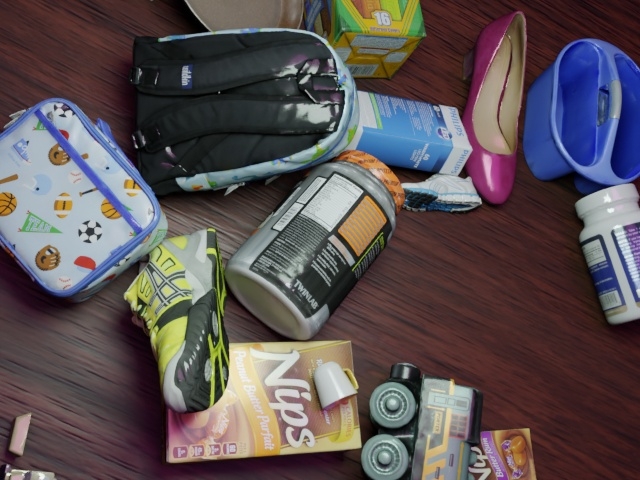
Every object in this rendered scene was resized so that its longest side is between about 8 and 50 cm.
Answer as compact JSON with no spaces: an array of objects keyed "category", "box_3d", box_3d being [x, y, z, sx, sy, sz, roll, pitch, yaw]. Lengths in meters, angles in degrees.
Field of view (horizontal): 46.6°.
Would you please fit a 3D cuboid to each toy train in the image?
[{"category":"toy train","box_3d":[0.162,0.373,1.230,0.191,0.142,0.333,8,69,8]}]

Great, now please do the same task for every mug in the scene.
[{"category":"mug","box_3d":[0.021,0.233,1.206,0.062,0.078,0.064,-28,72,6]}]

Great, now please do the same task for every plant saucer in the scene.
[{"category":"plant saucer","box_3d":[-0.165,-0.500,1.423,0.311,0.050,0.310,12,72,-41]}]

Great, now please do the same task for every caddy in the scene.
[{"category":"caddy","box_3d":[0.576,-0.262,1.578,0.242,0.179,0.341,15,69,-13]}]

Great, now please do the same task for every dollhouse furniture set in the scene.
[{"category":"dollhouse furniture set","box_3d":[-0.421,0.317,1.112,0.081,0.091,0.114,18,64,-29]}]

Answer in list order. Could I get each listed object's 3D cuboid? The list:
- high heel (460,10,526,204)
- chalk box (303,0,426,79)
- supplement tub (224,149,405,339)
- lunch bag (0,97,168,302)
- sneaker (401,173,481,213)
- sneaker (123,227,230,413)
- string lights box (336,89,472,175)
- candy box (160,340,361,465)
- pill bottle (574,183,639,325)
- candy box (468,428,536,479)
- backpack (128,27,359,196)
[{"category":"high heel","box_3d":[0.363,-0.269,1.504,0.127,0.181,0.376,0,73,-19]},{"category":"chalk box","box_3d":[0.072,-0.490,1.478,0.180,0.179,0.288,-4,74,-21]},{"category":"supplement tub","box_3d":[0.000,0.000,1.288,0.194,0.193,0.316,42,64,-2]},{"category":"lunch bag","box_3d":[-0.401,-0.072,1.176,0.243,0.115,0.303,-41,81,-7]},{"category":"sneaker","box_3d":[0.227,-0.104,1.475,0.191,0.071,0.082,4,65,-26]},{"category":"sneaker","box_3d":[-0.222,0.124,1.141,0.147,0.145,0.384,-8,31,-2]},{"category":"string lights box","box_3d":[0.152,-0.213,1.447,0.260,0.076,0.133,8,45,-17]},{"category":"candy box","box_3d":[-0.100,0.264,1.226,0.317,0.087,0.182,1,71,-18]},{"category":"pill bottle","box_3d":[0.620,0.029,1.512,0.153,0.153,0.264,-10,77,-21]},{"category":"candy box","box_3d":[0.292,0.400,1.337,0.187,0.053,0.109,0,73,-17]},{"category":"backpack","box_3d":[-0.112,-0.229,1.273,0.356,0.273,0.289,-12,79,23]}]
